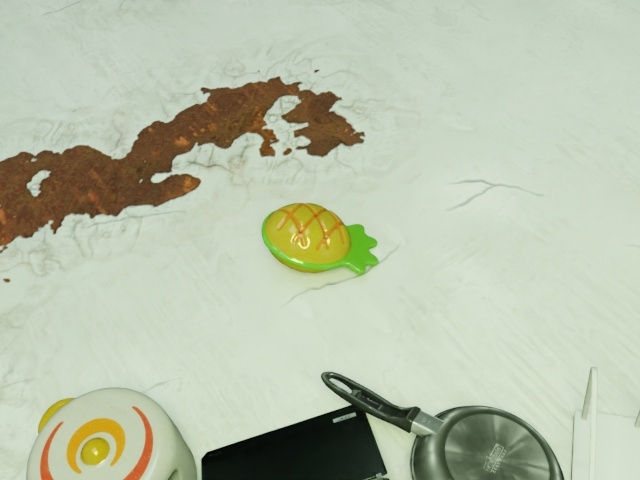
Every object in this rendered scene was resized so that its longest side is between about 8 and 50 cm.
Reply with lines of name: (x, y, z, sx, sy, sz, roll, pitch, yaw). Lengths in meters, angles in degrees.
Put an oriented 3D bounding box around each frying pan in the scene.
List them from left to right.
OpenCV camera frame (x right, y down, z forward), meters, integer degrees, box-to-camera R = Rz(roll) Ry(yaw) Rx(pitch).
frying pan: (0.171, 0.238, 1.000, 0.197, 0.053, 0.326, -21, 54, -29)

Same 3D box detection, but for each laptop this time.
laptop: (-0.016, 0.363, 0.995, 0.234, 0.136, 0.264, -18, 77, -2)

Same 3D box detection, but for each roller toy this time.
roller toy: (-0.265, 0.291, 1.015, 0.191, 0.146, 0.209, -12, 51, 1)

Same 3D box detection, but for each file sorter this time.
file sorter: (0.428, 0.265, 0.879, 0.277, 0.173, 0.193, 5, 54, 15)

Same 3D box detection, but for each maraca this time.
maraca: (0.000, 0.000, 1.224, 0.185, 0.099, 0.127, 12, 46, -10)
